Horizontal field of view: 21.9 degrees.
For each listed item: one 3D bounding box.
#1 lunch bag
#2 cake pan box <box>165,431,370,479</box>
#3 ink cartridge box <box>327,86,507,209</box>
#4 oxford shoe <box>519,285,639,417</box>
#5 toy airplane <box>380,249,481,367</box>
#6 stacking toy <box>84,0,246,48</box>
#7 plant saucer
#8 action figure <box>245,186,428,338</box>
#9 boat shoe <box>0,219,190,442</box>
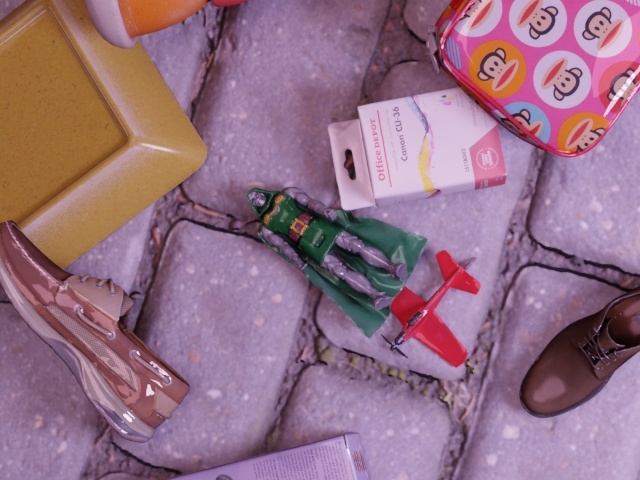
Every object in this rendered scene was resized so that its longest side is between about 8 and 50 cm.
[{"bbox_3d":[0.266,-0.265,1.844,0.258,0.120,0.293,39,95,-7],"label":"lunch bag"},{"bbox_3d":[-0.041,0.384,1.974,0.246,0.070,0.267,-18,80,18],"label":"cake pan box"},{"bbox_3d":[0.111,-0.108,1.943,0.198,0.067,0.115,-11,82,3],"label":"ink cartridge box"},{"bbox_3d":[0.310,0.118,1.865,0.227,0.096,0.083,-42,76,12],"label":"oxford shoe"},{"bbox_3d":[0.133,0.076,1.962,0.151,0.028,0.151,-2,84,19],"label":"toy airplane"},{"bbox_3d":[-0.055,-0.422,1.965,0.480,0.350,0.350,-6,83,1],"label":"stacking toy"},{"bbox_3d":[-0.363,-0.148,2.121,0.333,0.081,0.333,-36,75,12],"label":"plant saucer"},{"bbox_3d":[0.000,0.000,1.992,0.232,0.063,0.137,32,91,25],"label":"action figure"},{"bbox_3d":[-0.284,0.097,2.047,0.116,0.123,0.324,-39,93,1],"label":"boat shoe"}]
